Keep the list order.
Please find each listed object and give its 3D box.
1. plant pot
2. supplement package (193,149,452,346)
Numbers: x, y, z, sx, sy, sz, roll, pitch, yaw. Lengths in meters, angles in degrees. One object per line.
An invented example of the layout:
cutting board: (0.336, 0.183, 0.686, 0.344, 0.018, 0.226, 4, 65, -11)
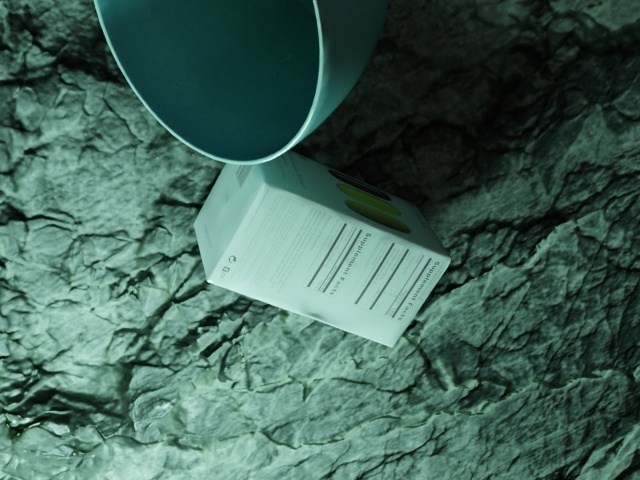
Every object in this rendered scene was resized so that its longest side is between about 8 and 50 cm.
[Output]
plant pot: (-0.047, -0.242, 0.908, 0.195, 0.290, 0.290, -35, 130, -38)
supplement package: (0.000, 0.000, 1.106, 0.244, 0.139, 0.133, 21, 112, -25)
